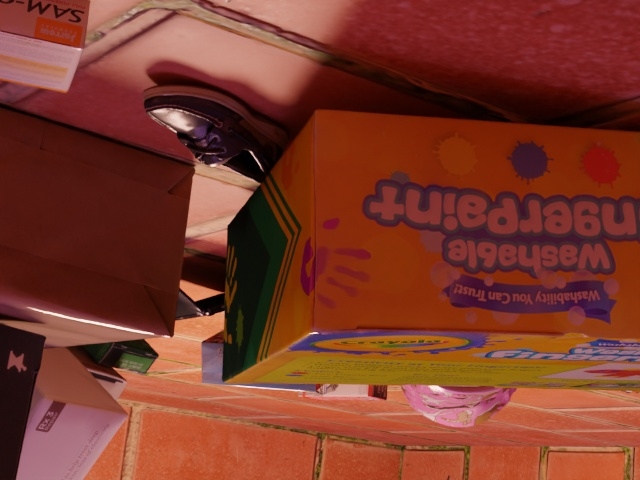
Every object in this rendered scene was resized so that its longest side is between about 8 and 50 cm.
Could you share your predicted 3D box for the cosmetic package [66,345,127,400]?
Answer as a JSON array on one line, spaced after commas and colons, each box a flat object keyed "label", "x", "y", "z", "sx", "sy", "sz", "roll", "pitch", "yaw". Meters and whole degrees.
[{"label": "cosmetic package", "x": -0.421, "y": 0.153, "z": 1.696, "sx": 0.296, "sy": 0.129, "sz": 0.153, "roll": 34, "pitch": -176, "yaw": 34}]

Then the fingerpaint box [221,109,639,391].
[{"label": "fingerpaint box", "x": 0.166, "y": 0.028, "z": 1.037, "sx": 0.444, "sy": 0.163, "sz": 0.371, "roll": 2, "pitch": 168, "yaw": -13}]

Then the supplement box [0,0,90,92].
[{"label": "supplement box", "x": -0.193, "y": -0.136, "z": 0.846, "sx": 0.062, "sy": 0.036, "sz": 0.098, "roll": 10, "pitch": 166, "yaw": -16}]

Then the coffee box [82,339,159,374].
[{"label": "coffee box", "x": -0.315, "y": 0.109, "z": 1.726, "sx": 0.184, "sy": 0.040, "sz": 0.113, "roll": 41, "pitch": -173, "yaw": 28}]

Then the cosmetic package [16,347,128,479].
[{"label": "cosmetic package", "x": -0.433, "y": 0.164, "z": 1.479, "sx": 0.385, "sy": 0.217, "sz": 0.156, "roll": 41, "pitch": -172, "yaw": 31}]

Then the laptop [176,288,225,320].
[{"label": "laptop", "x": -0.191, "y": 0.036, "z": 1.628, "sx": 0.264, "sy": 0.137, "sz": 0.234, "roll": -16, "pitch": -177, "yaw": -36}]

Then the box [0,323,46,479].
[{"label": "box", "x": -0.482, "y": 0.201, "z": 1.139, "sx": 0.395, "sy": 0.294, "sz": 0.212, "roll": -1, "pitch": 163, "yaw": 34}]

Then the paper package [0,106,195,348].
[{"label": "paper package", "x": -0.328, "y": -0.003, "z": 1.193, "sx": 0.309, "sy": 0.168, "sz": 0.325, "roll": 16, "pitch": 165, "yaw": -36}]

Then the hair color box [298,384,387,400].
[{"label": "hair color box", "x": 0.040, "y": 0.227, "z": 2.157, "sx": 0.167, "sy": 0.093, "sz": 0.053, "roll": -7, "pitch": 162, "yaw": 43}]

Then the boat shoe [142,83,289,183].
[{"label": "boat shoe", "x": -0.080, "y": -0.082, "z": 0.990, "sx": 0.056, "sy": 0.049, "sz": 0.152, "roll": -8, "pitch": 162, "yaw": 40}]

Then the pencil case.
[{"label": "pencil case", "x": 0.182, "y": 0.149, "z": 1.625, "sx": 0.167, "sy": 0.160, "sz": 0.386, "roll": -35, "pitch": 165, "yaw": -4}]

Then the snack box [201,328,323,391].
[{"label": "snack box", "x": -0.061, "y": 0.164, "z": 1.849, "sx": 0.174, "sy": 0.070, "sz": 0.207, "roll": 2, "pitch": -173, "yaw": 14}]
